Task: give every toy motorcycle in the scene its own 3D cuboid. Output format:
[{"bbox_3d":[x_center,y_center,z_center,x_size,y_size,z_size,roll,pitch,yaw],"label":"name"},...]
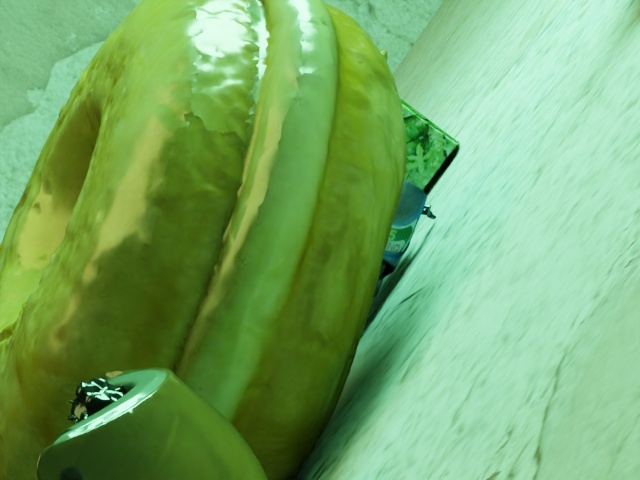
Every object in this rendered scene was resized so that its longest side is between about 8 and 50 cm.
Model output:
[{"bbox_3d":[0.027,-0.025,1.326,0.135,0.092,0.254,-59,18,29],"label":"toy motorcycle"}]

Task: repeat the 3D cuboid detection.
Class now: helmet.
[{"bbox_3d":[-0.093,0.174,0.817,0.224,0.130,0.198,-64,-2,8],"label":"helmet"}]

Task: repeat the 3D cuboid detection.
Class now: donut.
[{"bbox_3d":[-0.093,0.011,1.161,0.449,0.198,0.449,-56,21,36],"label":"donut"}]

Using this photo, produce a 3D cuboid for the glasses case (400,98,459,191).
[{"bbox_3d":[0.000,0.000,1.480,0.272,0.095,0.062,-54,-1,8],"label":"glasses case"}]
